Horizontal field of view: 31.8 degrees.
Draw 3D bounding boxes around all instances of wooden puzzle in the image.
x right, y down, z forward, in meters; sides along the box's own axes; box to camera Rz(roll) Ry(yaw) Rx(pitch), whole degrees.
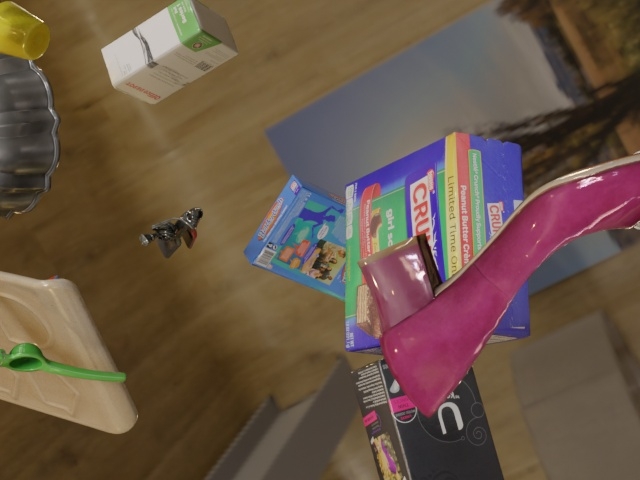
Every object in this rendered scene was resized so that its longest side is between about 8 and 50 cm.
[{"bbox_3d":[-0.464,0.143,1.728,0.080,0.348,0.322,-60,-34,-40],"label":"wooden puzzle"}]

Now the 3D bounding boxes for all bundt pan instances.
[{"bbox_3d":[-0.604,-0.190,1.929,0.124,0.331,0.330,-18,-99,-54],"label":"bundt pan"}]

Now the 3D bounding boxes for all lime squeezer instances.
[{"bbox_3d":[-0.424,0.138,1.569,0.310,0.059,0.110,38,-150,-5],"label":"lime squeezer"}]

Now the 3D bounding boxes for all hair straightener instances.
[{"bbox_3d":[-0.221,-0.005,1.669,0.047,0.089,0.230,65,164,-1],"label":"hair straightener"}]

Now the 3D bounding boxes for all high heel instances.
[{"bbox_3d":[0.229,0.039,1.124,0.127,0.377,0.181,-16,-96,-65],"label":"high heel"}]

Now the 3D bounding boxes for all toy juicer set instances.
[{"bbox_3d":[-0.415,-0.350,1.335,0.089,0.329,0.209,25,-144,20],"label":"toy juicer set"}]

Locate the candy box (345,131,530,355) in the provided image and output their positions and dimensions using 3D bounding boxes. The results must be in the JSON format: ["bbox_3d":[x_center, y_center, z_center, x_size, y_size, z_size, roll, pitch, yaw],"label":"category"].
[{"bbox_3d":[0.156,0.019,1.601,0.122,0.317,0.268,6,-103,-27],"label":"candy box"}]

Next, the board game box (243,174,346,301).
[{"bbox_3d":[0.000,0.000,1.883,0.210,0.160,0.047,24,-163,-34],"label":"board game box"}]

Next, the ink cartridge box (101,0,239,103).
[{"bbox_3d":[-0.300,-0.376,2.237,0.160,0.219,0.092,19,-134,-65],"label":"ink cartridge box"}]

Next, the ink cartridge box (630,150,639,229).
[{"bbox_3d":[0.604,-0.096,1.615,0.198,0.273,0.114,14,-117,-33],"label":"ink cartridge box"}]

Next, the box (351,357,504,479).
[{"bbox_3d":[0.178,0.318,1.858,0.143,0.165,0.270,143,113,-68],"label":"box"}]
